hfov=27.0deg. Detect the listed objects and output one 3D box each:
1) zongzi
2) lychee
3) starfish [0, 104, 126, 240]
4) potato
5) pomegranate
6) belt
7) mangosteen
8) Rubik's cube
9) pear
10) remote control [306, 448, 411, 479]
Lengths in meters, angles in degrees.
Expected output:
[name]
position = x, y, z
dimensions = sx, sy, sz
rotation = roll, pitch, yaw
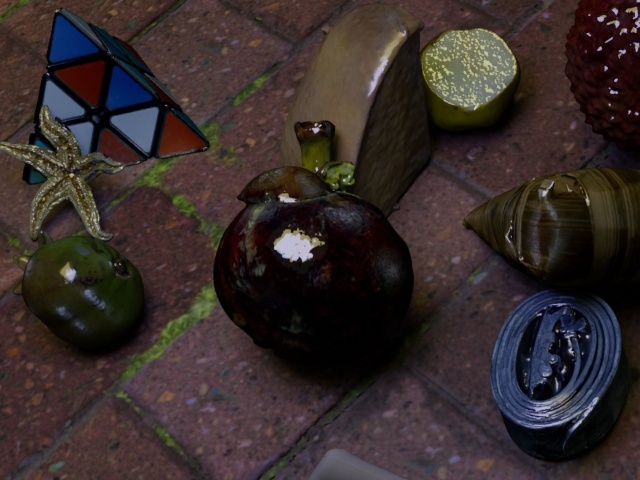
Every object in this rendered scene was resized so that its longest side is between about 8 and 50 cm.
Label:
[zongzi]
position = 0.325, -0.014, 1.545
dimensions = 0.286, 0.288, 0.134
rotation = 3, 90, -13
[lychee]
position = 0.415, -0.224, 1.569
dimensions = 0.264, 0.264, 0.300
rotation = -17, 30, 6
[starfish]
position = -0.359, -0.076, 1.831
dimensions = 0.208, 0.053, 0.176
rotation = 40, 101, 17
[potato]
position = 0.010, -0.161, 1.674
dimensions = 0.211, 0.264, 0.189
rotation = 31, 58, 30
[pomegranate]
position = -0.314, 0.056, 1.694
dimensions = 0.131, 0.152, 0.191
rotation = -52, 33, -15
[belt]
position = 0.259, 0.143, 1.451
dimensions = 0.141, 0.082, 0.190
rotation = 2, 52, 28
[mangosteen]
position = 0.000, 0.000, 1.541
dimensions = 0.231, 0.231, 0.289
rotation = 7, 77, 24
[Rubik's cube]
position = -0.314, -0.263, 1.882
dimensions = 0.284, 0.234, 0.250
rotation = -7, 50, 15
[pear]
position = 0.189, -0.204, 1.745
dimensions = 0.141, 0.104, 0.141
rotation = -1, 72, 3
[remote control]
position = 0.102, 0.304, 1.380
dimensions = 0.313, 0.055, 0.109
rotation = 17, 61, 38
